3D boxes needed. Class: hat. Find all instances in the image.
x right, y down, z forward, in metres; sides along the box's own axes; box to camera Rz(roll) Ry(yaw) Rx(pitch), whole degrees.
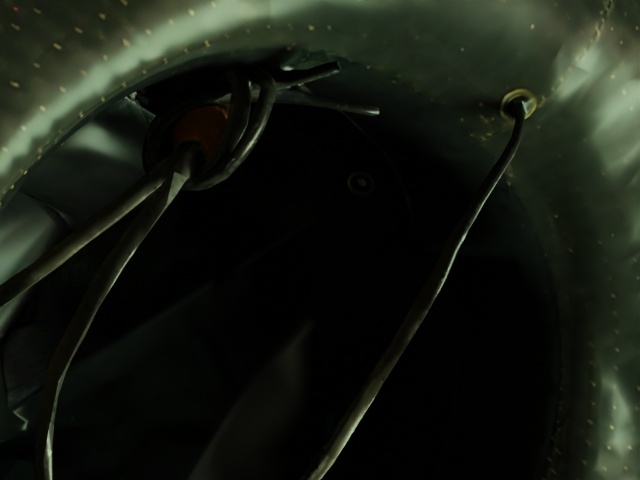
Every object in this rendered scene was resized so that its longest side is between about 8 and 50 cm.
[{"bbox_3d":[-0.038,0.038,0.493,0.134,0.331,0.331,15,-95,53],"label":"hat"}]

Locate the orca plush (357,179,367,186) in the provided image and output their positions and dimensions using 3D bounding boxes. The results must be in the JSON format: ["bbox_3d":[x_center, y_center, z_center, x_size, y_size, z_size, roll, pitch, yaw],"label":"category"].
[{"bbox_3d":[-0.009,-0.076,0.760,0.151,0.102,0.287,-32,-139,48],"label":"orca plush"}]
